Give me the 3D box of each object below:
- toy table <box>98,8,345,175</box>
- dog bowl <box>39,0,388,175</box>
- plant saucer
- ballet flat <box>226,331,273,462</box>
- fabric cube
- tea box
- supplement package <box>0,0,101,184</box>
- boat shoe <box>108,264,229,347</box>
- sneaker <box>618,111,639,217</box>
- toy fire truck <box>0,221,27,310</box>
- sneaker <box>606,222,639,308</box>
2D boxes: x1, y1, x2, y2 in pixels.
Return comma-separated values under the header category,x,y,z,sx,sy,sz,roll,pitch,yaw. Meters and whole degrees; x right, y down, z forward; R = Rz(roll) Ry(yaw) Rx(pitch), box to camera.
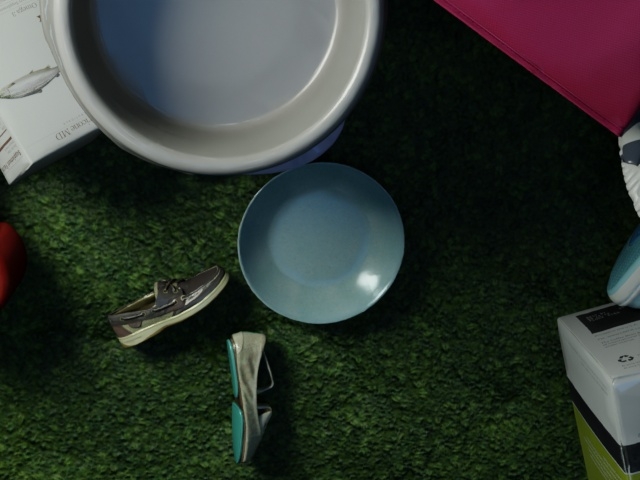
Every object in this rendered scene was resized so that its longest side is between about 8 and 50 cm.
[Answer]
category,x,y,z,sx,sy,sz,roll,pitch,yaw
toy table,-0.113,-0.179,1.380,0.274,0.161,0.252,28,101,-13
dog bowl,-0.097,-0.220,1.235,0.349,0.102,0.348,-2,106,-6
plant saucer,0.000,0.000,1.505,0.195,0.037,0.195,-1,106,-5
ballet flat,-0.080,0.190,1.544,0.052,0.057,0.168,-6,107,-14
fabric cube,0.262,-0.302,1.332,0.254,0.259,0.258,33,102,-14
tea box,0.488,0.225,1.521,0.329,0.220,0.323,-16,107,-1
supplement package,-0.318,-0.167,1.357,0.105,0.105,0.179,-33,95,-27
boat shoe,-0.177,0.070,1.498,0.152,0.056,0.049,-33,111,4
sneaker,0.411,-0.112,1.410,0.153,0.235,0.094,-18,143,26
toy fire truck,-0.388,-0.035,1.416,0.246,0.158,0.217,-34,106,15
sneaker,0.500,-0.002,1.493,0.208,0.127,0.319,40,99,-3
